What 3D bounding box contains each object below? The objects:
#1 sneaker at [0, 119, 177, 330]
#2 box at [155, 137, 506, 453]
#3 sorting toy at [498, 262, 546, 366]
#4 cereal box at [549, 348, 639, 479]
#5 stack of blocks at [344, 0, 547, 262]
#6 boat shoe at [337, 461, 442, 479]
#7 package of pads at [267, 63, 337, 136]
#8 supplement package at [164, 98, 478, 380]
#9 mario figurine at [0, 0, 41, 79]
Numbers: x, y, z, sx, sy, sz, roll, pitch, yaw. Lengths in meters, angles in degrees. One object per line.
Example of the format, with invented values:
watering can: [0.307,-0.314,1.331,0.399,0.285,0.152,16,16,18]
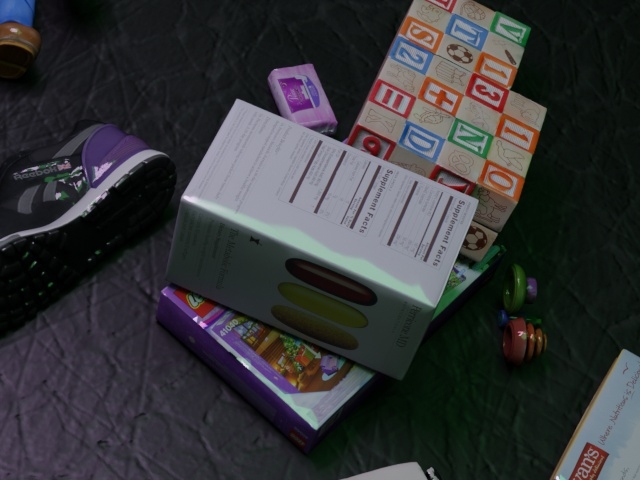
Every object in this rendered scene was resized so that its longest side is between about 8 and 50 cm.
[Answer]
sneaker: [-0.280,-0.018,1.660,0.124,0.107,0.283,34,52,28]
box: [0.013,0.042,1.693,0.201,0.057,0.293,41,59,14]
sorting toy: [0.203,0.075,1.712,0.042,0.061,0.102,5,79,-10]
cereal box: [0.352,0.231,1.649,0.240,0.047,0.173,30,56,9]
stack of blocks: [0.133,-0.129,1.766,0.171,0.087,0.297,26,40,-2]
boat shoe: [-0.017,0.303,1.471,0.340,0.127,0.158,-14,54,-21]
package of pads: [-0.019,-0.143,1.822,0.050,0.032,0.083,-11,60,-20]
supplement package: [0.000,0.000,1.597,0.244,0.139,0.134,23,54,4]
mario figurine: [-0.334,-0.340,1.795,0.198,0.170,0.320,27,56,-37]
